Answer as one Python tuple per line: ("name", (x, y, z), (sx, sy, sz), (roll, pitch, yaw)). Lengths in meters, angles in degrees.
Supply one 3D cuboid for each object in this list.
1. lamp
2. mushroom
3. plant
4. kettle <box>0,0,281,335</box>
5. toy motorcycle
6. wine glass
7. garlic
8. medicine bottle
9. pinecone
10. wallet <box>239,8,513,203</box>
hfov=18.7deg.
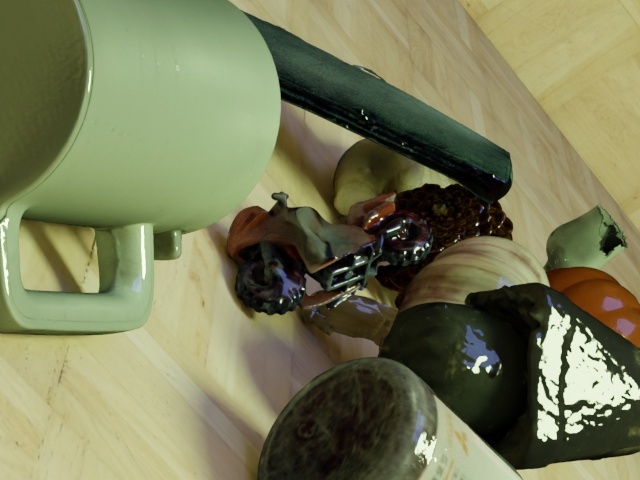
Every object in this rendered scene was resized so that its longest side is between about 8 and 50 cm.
("lamp", (0.320, 0.139, 2.363), (0.223, 0.197, 0.223), (163, -90, -71))
("mushroom", (0.098, -0.060, 2.322), (0.351, 0.095, 0.122), (6, 69, -67))
("plant", (0.175, 0.123, 1.692), (0.256, 0.142, 0.164), (9, 80, -23))
("kettle", (-0.190, -0.082, 1.417), (0.205, 0.265, 0.318), (26, 7, 19))
("toy motorcycle", (0.000, 0.000, 1.815), (0.212, 0.084, 0.118), (-19, 50, -31))
("wine glass", (0.303, 0.033, 2.526), (0.079, 0.195, 0.079), (48, 17, -20))
("garlic", (0.101, 0.103, 1.878), (0.253, 0.245, 0.245), (15, 15, 7))
("medicine bottle", (0.088, 0.230, 1.573), (0.273, 0.165, 0.165), (45, 19, -33))
("pinecone", (0.141, 0.031, 2.152), (0.163, 0.163, 0.165), (-104, 179, -52))
("wallet", (0.038, -0.152, 2.121), (0.379, 0.046, 0.190), (27, 17, -1))
